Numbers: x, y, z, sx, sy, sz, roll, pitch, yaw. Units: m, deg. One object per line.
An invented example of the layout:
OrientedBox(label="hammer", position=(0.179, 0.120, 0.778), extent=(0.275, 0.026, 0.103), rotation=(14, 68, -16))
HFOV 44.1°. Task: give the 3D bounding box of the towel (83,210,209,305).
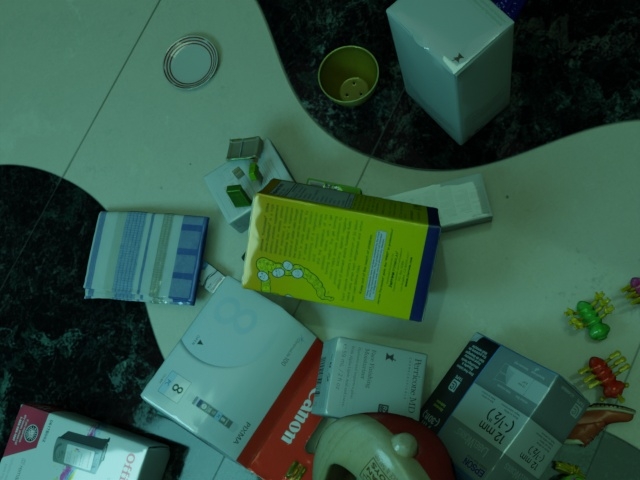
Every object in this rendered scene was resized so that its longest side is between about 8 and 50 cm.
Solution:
OrientedBox(label="towel", position=(-0.391, 0.038, 1.769), extent=(0.284, 0.034, 0.209), rotation=(3, 77, 18))

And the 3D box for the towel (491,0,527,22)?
OrientedBox(label="towel", position=(0.385, -0.630, 1.783), extent=(0.227, 0.076, 0.308), rotation=(26, 82, 15))

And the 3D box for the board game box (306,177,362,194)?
OrientedBox(label="board game box", position=(0.000, 0.000, 1.718), extent=(0.124, 0.039, 0.260), rotation=(12, 77, 13))

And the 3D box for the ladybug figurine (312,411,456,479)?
OrientedBox(label="ladybug figurine", position=(0.122, 0.453, 1.405), extent=(0.161, 0.449, 0.305), rotation=(-25, 61, -28))

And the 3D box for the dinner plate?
OrientedBox(label="dinner plate", position=(-0.312, -0.425, 1.894), extent=(0.141, 0.017, 0.141), rotation=(-3, 75, 10))

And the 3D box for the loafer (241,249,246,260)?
OrientedBox(label="loafer", position=(-0.125, -0.016, 1.713), extent=(0.061, 0.062, 0.170), rotation=(27, 102, 23))

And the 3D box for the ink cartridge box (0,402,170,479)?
OrientedBox(label="ink cartridge box", position=(-0.500, 0.489, 1.640), extent=(0.306, 0.131, 0.226), rotation=(14, 79, 15))

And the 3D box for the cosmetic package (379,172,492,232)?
OrientedBox(label="cosmetic package", position=(0.236, -0.063, 1.675), extent=(0.238, 0.060, 0.099), rotation=(-13, 74, 7))

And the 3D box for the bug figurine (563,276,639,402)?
OrientedBox(label="bug figurine", position=(0.614, 0.180, 1.532), extent=(0.278, 0.072, 0.216), rotation=(-27, 62, 5))

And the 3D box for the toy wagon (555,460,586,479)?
OrientedBox(label="toy wagon", position=(0.436, 0.558, 1.408), extent=(0.267, 0.068, 0.345), rotation=(29, 59, -14))

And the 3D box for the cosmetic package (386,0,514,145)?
OrientedBox(label="cosmetic package", position=(0.266, -0.359, 1.585), extent=(0.155, 0.365, 0.197), rotation=(-40, 73, -1))

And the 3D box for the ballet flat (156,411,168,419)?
OrientedBox(label="ballet flat", position=(-0.243, 0.375, 1.654), extent=(0.203, 0.074, 0.074), rotation=(22, 81, 15))

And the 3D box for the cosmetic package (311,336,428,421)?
OrientedBox(label="cosmetic package", position=(0.093, 0.282, 1.540), extent=(0.183, 0.151, 0.151), rotation=(12, 76, -8))

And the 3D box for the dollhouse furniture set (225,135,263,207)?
OrientedBox(label="dollhouse furniture set", position=(-0.162, -0.150, 1.697), extent=(0.076, 0.059, 0.152), rotation=(-6, 56, 17))

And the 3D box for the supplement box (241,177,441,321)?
OrientedBox(label="supplement box", position=(0.044, 0.013, 1.562), extent=(0.356, 0.194, 0.195), rotation=(11, 104, 4))

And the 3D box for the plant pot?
OrientedBox(label="plant pot", position=(0.069, -0.353, 1.762), extent=(0.134, 0.095, 0.134), rotation=(-3, 76, 10))

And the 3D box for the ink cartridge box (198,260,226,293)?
OrientedBox(label="ink cartridge box", position=(-0.237, 0.088, 1.743), extent=(0.083, 0.028, 0.048), rotation=(35, 86, 16))

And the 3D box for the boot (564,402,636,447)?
OrientedBox(label="boot", position=(0.526, 0.355, 1.520), extent=(0.157, 0.059, 0.085), rotation=(-7, 78, 18))

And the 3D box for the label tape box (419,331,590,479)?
OrientedBox(label="label tape box", position=(0.290, 0.368, 1.459), extent=(0.115, 0.249, 0.348), rotation=(41, 84, -26))

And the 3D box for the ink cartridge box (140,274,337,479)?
OrientedBox(label="ink cartridge box", position=(-0.119, 0.294, 1.601), extent=(0.384, 0.091, 0.308), rotation=(29, 69, 16))

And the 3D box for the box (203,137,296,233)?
OrientedBox(label="box", position=(-0.147, -0.120, 1.746), extent=(0.170, 0.091, 0.130), rotation=(-31, 72, 2))
